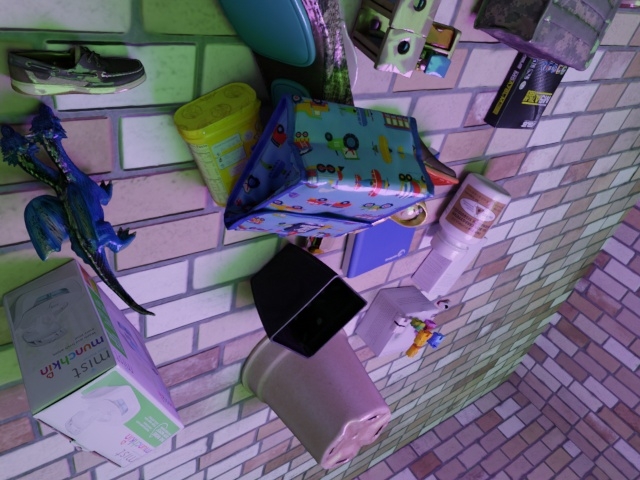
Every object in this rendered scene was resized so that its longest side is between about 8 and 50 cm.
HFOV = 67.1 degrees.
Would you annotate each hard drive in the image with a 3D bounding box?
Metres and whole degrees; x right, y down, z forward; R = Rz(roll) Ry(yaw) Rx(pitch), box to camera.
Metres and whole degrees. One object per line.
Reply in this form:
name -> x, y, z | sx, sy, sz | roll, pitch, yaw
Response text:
hard drive -> 0.166, -0.061, 1.178 | 0.210, 0.040, 0.318 | -20, 138, -30

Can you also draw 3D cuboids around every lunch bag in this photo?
lunch bag -> -0.010, -0.077, 0.762 | 0.221, 0.138, 0.293 | 1, 159, -30
lunch bag -> 0.469, -0.502, 0.917 | 0.235, 0.169, 0.286 | 1, 118, -41

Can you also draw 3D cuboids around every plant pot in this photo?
plant pot -> -0.042, 0.121, 1.056 | 0.188, 0.167, 0.187 | -45, 144, 0
plant pot -> 0.010, 0.403, 1.277 | 0.334, 0.305, 0.333 | -26, 141, -23

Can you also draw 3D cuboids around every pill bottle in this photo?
pill bottle -> 0.406, -0.060, 1.333 | 0.131, 0.131, 0.229 | 2, 125, -45

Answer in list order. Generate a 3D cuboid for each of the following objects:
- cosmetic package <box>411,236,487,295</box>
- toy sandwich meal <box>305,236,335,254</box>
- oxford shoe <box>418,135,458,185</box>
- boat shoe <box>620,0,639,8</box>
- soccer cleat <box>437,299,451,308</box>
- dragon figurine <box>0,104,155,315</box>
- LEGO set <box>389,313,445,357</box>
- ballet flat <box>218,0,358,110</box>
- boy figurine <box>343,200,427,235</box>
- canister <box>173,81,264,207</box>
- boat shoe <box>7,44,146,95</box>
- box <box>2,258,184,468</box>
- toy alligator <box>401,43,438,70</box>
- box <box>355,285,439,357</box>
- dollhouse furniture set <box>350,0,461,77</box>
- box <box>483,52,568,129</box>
cosmetic package -> 0.397, 0.058, 1.489 | 0.117, 0.085, 0.231 | 12, 116, -50
toy sandwich meal -> 0.000, 0.000, 1.076 | 0.086, 0.029, 0.085 | -38, 143, -35
oxford shoe -> 0.201, -0.183, 1.009 | 0.272, 0.097, 0.098 | 17, 81, -38
boat shoe -> 0.810, -0.640, 1.179 | 0.258, 0.095, 0.095 | -31, 129, -27
soccer cleat -> 0.462, 0.238, 1.775 | 0.083, 0.035, 0.029 | 8, 121, -47
dragon figurine -> -0.314, -0.023, 0.619 | 0.085, 0.289, 0.144 | -21, 173, 3
LEGO set -> 0.278, 0.285, 1.397 | 0.227, 0.087, 0.093 | 21, 110, -49
ballet flat -> -0.021, -0.282, 0.704 | 0.182, 0.164, 0.482 | -57, 154, -19
boy figurine -> 0.096, -0.076, 1.002 | 0.285, 0.092, 0.177 | 8, 127, -28
canister -> -0.143, -0.145, 0.767 | 0.126, 0.073, 0.169 | -31, 144, -15
boat shoe -> -0.287, -0.207, 0.578 | 0.152, 0.056, 0.049 | -19, 143, -30
box -> -0.362, 0.206, 0.780 | 0.127, 0.231, 0.261 | -31, 142, -16
toy alligator -> 0.189, -0.345, 0.900 | 0.190, 0.051, 0.056 | -7, 131, -40
box -> 0.238, 0.249, 1.499 | 0.181, 0.119, 0.181 | 1, 125, -44
dollhouse furniture set -> 0.166, -0.340, 0.775 | 0.184, 0.129, 0.128 | 4, 126, -24
box -> 0.514, -0.368, 1.198 | 0.191, 0.045, 0.184 | -8, 129, -38
